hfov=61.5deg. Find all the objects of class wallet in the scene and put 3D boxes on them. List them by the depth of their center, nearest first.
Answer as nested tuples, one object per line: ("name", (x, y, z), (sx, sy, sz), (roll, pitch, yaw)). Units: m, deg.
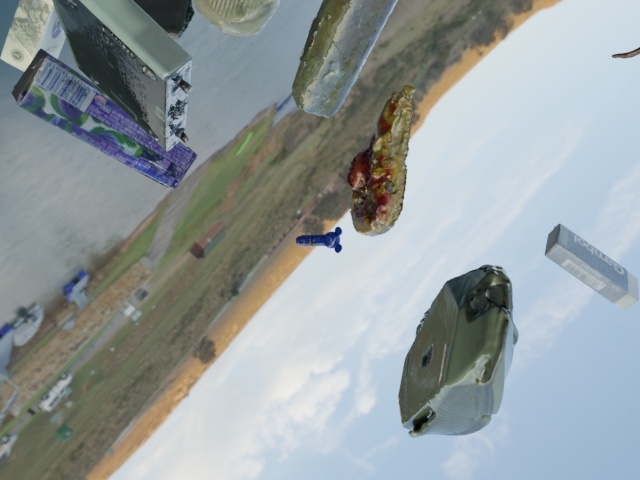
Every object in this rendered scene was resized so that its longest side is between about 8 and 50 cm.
("wallet", (-0.441, -0.542, 1.305), (0.052, 0.245, 0.169), (93, 0, -51))

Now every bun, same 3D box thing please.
("bun", (-0.220, -0.645, 1.436), (0.237, 0.210, 0.116), (-6, 172, -2))

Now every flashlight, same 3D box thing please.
("flashlight", (0.000, 0.000, 1.185), (0.121, 0.057, 0.035), (-2, 177, 36))

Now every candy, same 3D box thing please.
("candy", (-0.348, -0.189, 0.900), (0.061, 0.312, 0.088), (36, -88, 40))

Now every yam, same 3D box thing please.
("yam", (0.038, -0.313, 0.806), (0.259, 0.106, 0.106), (-56, 180, 43))

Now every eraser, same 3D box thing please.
("eraser", (0.594, 0.057, 1.181), (0.046, 0.212, 0.092), (-56, 177, 41))

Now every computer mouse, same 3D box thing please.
("computer mouse", (0.254, 0.215, 0.946), (0.429, 0.145, 0.228), (105, 0, -51))

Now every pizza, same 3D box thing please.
("pizza", (0.154, -0.223, 1.465), (0.440, 0.130, 0.406), (-107, -150, -75))

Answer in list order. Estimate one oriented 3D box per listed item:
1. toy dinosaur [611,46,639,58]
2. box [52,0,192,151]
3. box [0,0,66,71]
("toy dinosaur", (0.745, -0.437, 0.919), (0.208, 0.097, 0.432), (-30, 176, -46))
("box", (-0.246, -0.220, 0.677), (0.045, 0.211, 0.270), (-48, -172, -16))
("box", (-0.612, -0.518, 1.207), (0.257, 0.069, 0.164), (-55, -162, 23))
